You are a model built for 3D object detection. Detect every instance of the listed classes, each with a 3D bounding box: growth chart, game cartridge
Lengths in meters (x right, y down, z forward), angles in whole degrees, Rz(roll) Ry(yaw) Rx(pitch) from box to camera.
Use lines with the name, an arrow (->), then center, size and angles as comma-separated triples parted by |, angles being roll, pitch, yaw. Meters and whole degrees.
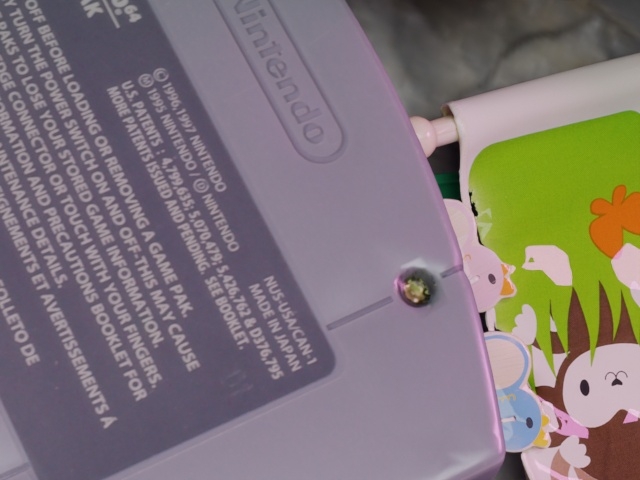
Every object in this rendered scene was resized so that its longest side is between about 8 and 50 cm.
growth chart -> 0.126, 0.041, 0.651 | 0.172, 0.021, 0.237 | -26, 96, -26
game cartridge -> -0.074, -0.023, 0.566 | 0.198, 0.062, 0.297 | -22, 74, -21

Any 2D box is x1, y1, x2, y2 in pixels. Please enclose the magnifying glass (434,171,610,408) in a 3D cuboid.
magnifying glass -> 0.000, 0.000, 0.636 | 0.231, 0.026, 0.092 | 20, 77, -15
